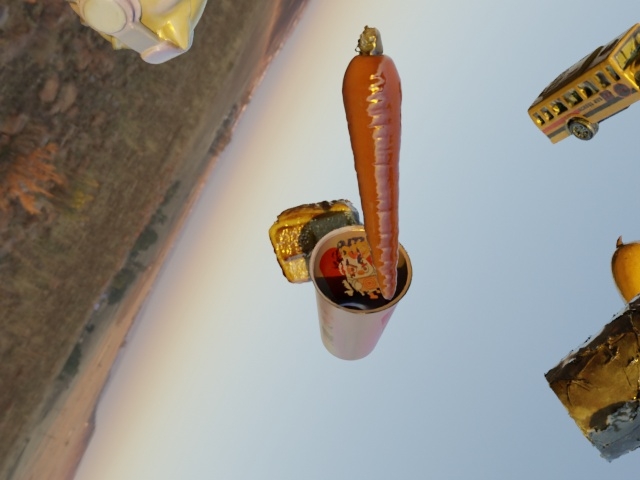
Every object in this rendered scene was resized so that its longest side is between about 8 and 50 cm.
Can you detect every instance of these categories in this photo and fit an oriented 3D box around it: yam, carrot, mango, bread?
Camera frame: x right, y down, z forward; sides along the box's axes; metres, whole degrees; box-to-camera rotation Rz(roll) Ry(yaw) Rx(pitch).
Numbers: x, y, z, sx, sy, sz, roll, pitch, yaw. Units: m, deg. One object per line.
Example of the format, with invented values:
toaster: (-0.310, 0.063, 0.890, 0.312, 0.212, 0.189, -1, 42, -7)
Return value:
yam: (0.586, 0.221, 1.089, 0.348, 0.241, 0.241, -44, -164, 13)
carrot: (0.065, -0.078, 0.717, 0.069, 0.069, 0.336, -94, 179, -69)
mango: (0.864, 0.126, 1.569, 0.119, 0.176, 0.317, 112, -41, -68)
bread: (0.000, 0.000, 1.406, 0.222, 0.182, 0.096, -15, -169, 8)

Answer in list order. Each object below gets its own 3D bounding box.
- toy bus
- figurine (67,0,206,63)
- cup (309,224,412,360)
toy bus: (0.512, -0.279, 1.075, 0.121, 0.123, 0.335, -46, -178, -13)
figurine: (-0.109, -0.197, 0.349, 0.208, 0.184, 0.129, -18, -130, 17)
cup: (0.071, 0.128, 1.252, 0.289, 0.202, 0.203, 94, 13, -55)
